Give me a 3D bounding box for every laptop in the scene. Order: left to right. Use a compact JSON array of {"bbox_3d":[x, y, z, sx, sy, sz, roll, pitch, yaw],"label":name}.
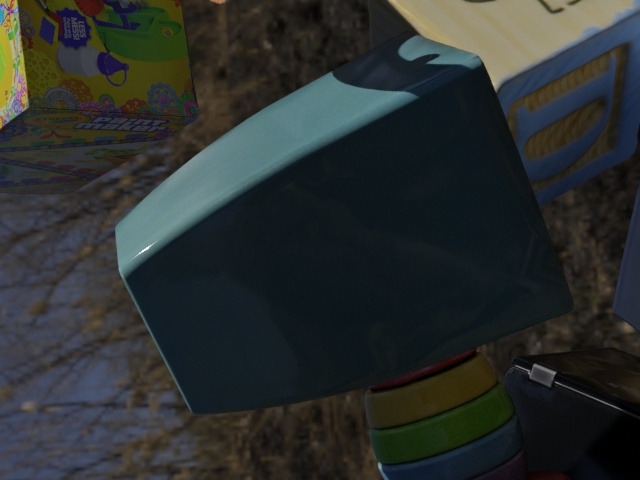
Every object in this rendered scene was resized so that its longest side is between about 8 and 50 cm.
[{"bbox_3d":[0.371,0.299,1.283,0.408,0.382,0.236,2,-74,-51],"label":"laptop"}]

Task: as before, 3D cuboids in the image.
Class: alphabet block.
[{"bbox_3d":[0.178,-0.163,1.108,0.197,0.192,0.193,49,157,36],"label":"alphabet block"}]

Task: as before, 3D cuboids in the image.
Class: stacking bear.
[{"bbox_3d":[0.119,0.160,1.173,0.175,0.164,0.289,-19,-91,-56],"label":"stacking bear"}]

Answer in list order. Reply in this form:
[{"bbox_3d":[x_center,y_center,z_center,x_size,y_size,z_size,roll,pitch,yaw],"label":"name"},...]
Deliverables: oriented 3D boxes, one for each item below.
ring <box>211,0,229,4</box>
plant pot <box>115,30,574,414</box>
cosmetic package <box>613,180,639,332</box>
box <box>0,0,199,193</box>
[{"bbox_3d":[-0.136,-0.286,0.657,0.336,0.032,0.336,55,174,8],"label":"ring"},{"bbox_3d":[0.000,0.000,0.720,0.165,0.234,0.166,66,175,-18],"label":"plant pot"},{"bbox_3d":[0.518,-0.008,0.953,0.394,0.329,0.327,45,140,49],"label":"cosmetic package"},{"bbox_3d":[-0.280,-0.220,1.141,0.279,0.177,0.290,-21,74,49],"label":"box"}]
